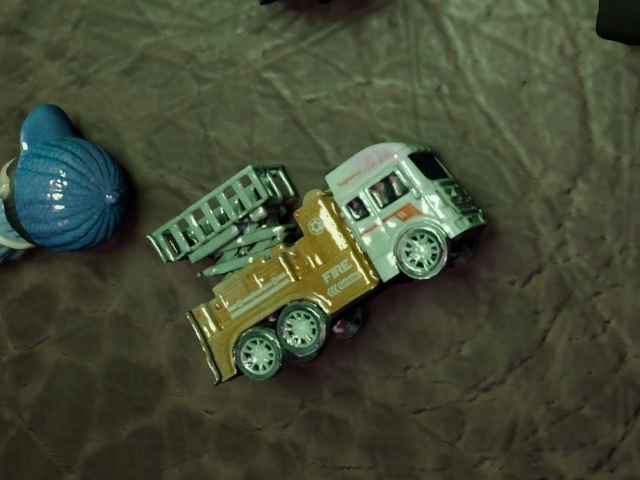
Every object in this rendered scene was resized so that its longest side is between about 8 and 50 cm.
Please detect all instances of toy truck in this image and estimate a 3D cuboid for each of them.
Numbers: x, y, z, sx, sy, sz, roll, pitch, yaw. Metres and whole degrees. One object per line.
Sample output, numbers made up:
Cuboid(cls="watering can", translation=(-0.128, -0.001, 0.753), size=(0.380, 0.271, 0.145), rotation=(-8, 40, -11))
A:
Cuboid(cls="toy truck", translation=(0.001, 0.000, 0.728), size=(0.177, 0.080, 0.115), rotation=(-32, 82, 20))

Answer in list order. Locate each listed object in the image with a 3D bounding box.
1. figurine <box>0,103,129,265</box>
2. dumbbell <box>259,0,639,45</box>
Cuboid(cls="figurine", translation=(-0.193, -0.021, 0.775), size=(0.149, 0.087, 0.086), rotation=(-25, 131, 18))
Cuboid(cls="dumbbell", translation=(0.082, -0.194, 0.612), size=(0.388, 0.185, 0.185), rotation=(10, 103, 12))
